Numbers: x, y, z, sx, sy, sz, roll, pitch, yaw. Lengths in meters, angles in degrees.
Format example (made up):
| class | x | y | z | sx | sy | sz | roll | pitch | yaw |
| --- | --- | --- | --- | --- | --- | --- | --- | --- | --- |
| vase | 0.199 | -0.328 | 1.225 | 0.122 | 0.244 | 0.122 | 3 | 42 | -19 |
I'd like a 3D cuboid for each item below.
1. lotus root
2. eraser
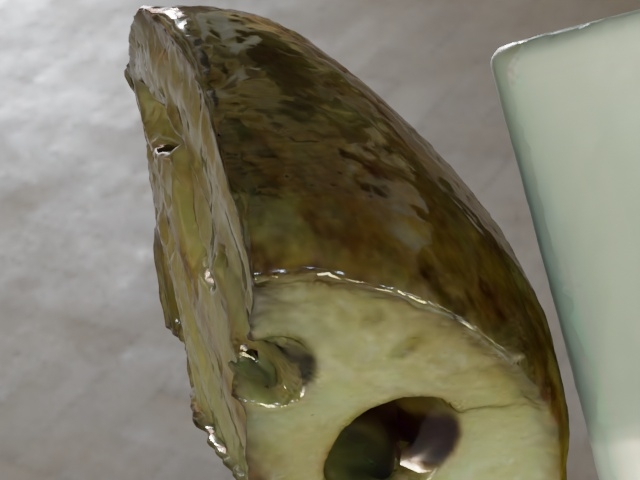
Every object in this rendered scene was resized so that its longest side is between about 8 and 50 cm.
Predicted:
| class | x | y | z | sx | sy | sz | roll | pitch | yaw |
| --- | --- | --- | --- | --- | --- | --- | --- | --- | --- |
| lotus root | 0.005 | 0.001 | 0.732 | 0.142 | 0.210 | 0.314 | -9 | 27 | -12 |
| eraser | 0.193 | 0.040 | 0.697 | 0.189 | 0.290 | 0.104 | -13 | 5 | 25 |
